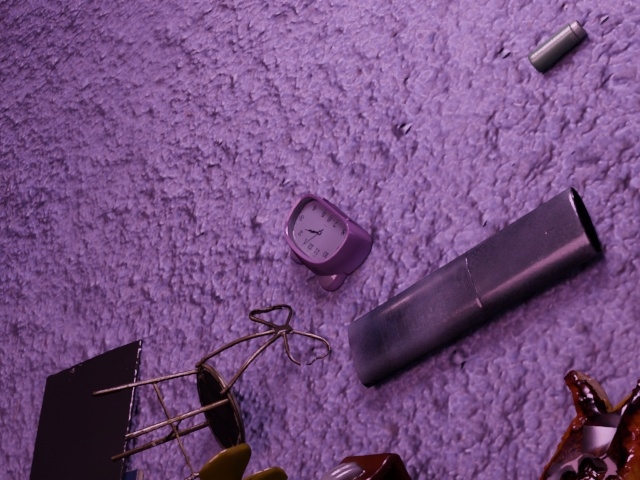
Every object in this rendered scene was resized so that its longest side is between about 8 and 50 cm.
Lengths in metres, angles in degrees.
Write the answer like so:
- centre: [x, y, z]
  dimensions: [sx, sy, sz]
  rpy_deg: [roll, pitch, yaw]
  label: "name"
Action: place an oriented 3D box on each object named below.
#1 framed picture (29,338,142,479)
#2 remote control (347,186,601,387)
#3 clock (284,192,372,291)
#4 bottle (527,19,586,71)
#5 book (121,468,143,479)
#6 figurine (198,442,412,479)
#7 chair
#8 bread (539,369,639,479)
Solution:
- centre: [-0.400, 0.339, 2.025]
  dimensions: [0.244, 0.013, 0.324]
  rpy_deg: [-23, 49, 34]
  label: "framed picture"
- centre: [0.193, 0.066, 1.605]
  dimensions: [0.377, 0.044, 0.107]
  rpy_deg: [-34, 52, 26]
  label: "remote control"
- centre: [0.000, 0.000, 1.821]
  dimensions: [0.110, 0.050, 0.152]
  rpy_deg: [-55, 42, 5]
  label: "clock"
- centre: [0.326, -0.269, 1.677]
  dimensions: [0.083, 0.030, 0.030]
  rpy_deg: [-39, 46, 20]
  label: "bottle"
- centre: [-0.374, 0.531, 1.904]
  dimensions: [0.228, 0.018, 0.323]
  rpy_deg: [-20, 55, 35]
  label: "book"
- centre: [0.020, 0.393, 1.535]
  dimensions: [0.283, 0.204, 0.338]
  rpy_deg: [-37, 58, 13]
  label: "figurine"
- centre: [-0.149, 0.239, 1.773]
  dimensions: [0.325, 0.170, 0.160]
  rpy_deg: [-21, 31, -23]
  label: "chair"
- centre: [0.309, 0.267, 1.357]
  dimensions: [0.139, 0.095, 0.269]
  rpy_deg: [0, 54, 41]
  label: "bread"
